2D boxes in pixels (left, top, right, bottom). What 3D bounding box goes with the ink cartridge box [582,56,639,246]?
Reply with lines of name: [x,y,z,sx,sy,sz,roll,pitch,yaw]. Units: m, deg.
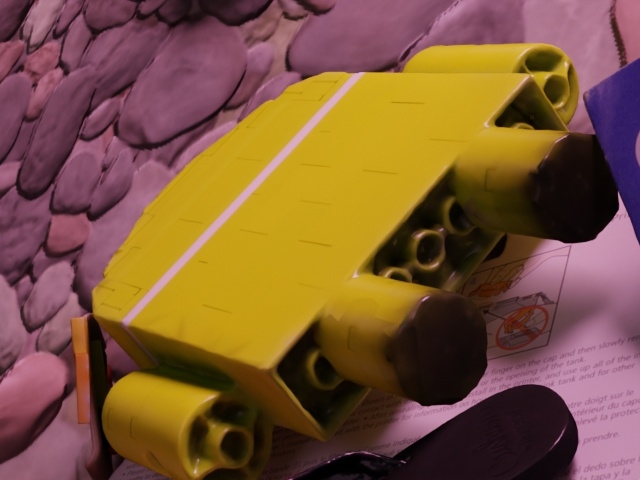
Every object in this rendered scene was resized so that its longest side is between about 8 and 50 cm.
ink cartridge box: [0.198,-0.023,0.451,0.224,0.045,0.223,-30,55,22]

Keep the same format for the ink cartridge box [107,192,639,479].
ink cartridge box: [0.033,0.088,0.616,0.296,0.066,0.261,-17,31,34]

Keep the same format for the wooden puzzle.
wooden puzzle: [-0.104,0.077,0.720,0.014,0.116,0.078,-4,78,-4]

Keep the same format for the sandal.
sandal: [0.003,0.096,0.517,0.179,0.040,0.067,-35,26,4]

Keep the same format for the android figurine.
android figurine: [0.000,0.000,0.657,0.248,0.056,0.273,-49,26,-20]
